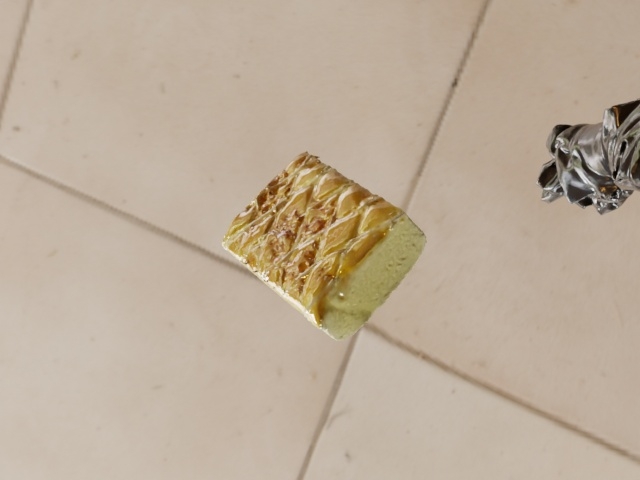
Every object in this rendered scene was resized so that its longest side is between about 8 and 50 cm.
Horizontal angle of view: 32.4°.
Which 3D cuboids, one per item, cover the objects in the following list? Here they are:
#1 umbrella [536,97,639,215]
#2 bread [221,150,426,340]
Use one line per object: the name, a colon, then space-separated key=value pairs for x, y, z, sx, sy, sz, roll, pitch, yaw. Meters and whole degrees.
umbrella: x=0.291 y=-0.089 z=1.025 sx=0.122 sy=0.272 sz=0.110 roll=-35 pitch=88 yaw=-9
bread: x=0.001 y=0.000 z=1.007 sx=0.125 sy=0.188 sz=0.068 roll=-51 pitch=127 yaw=-2
